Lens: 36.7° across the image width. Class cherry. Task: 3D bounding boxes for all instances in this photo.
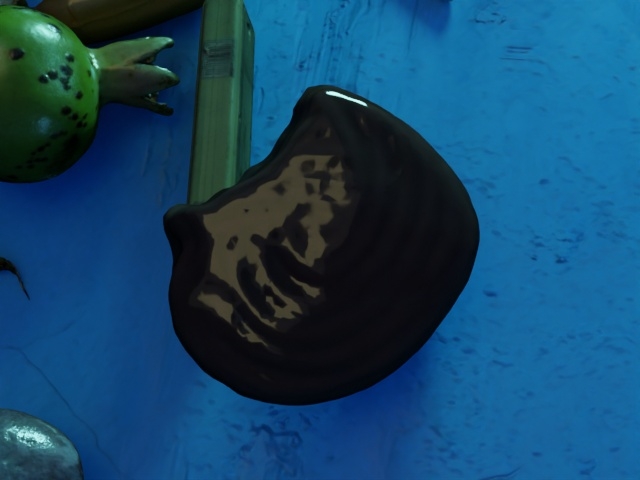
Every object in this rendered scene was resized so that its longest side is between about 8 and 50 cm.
[{"bbox_3d":[-0.345,0.261,1.036,0.176,0.140,0.176,6,67,-14],"label":"cherry"}]

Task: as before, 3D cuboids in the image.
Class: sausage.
[{"bbox_3d":[-0.264,-0.317,1.249,0.328,0.112,0.112,-19,68,3],"label":"sausage"}]

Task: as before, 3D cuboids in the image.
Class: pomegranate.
[{"bbox_3d":[-0.338,-0.181,1.183,0.286,0.231,0.231,-12,61,-38],"label":"pomegranate"}]

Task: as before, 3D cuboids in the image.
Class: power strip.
[{"bbox_3d":[-0.121,-0.116,1.158,0.066,0.092,0.387,-3,69,10],"label":"power strip"}]

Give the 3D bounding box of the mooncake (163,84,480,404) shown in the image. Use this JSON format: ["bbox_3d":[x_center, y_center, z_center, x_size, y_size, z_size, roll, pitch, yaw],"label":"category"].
[{"bbox_3d":[0.000,0.000,1.005,0.326,0.174,0.333,-7,87,-10],"label":"mooncake"}]

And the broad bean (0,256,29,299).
[{"bbox_3d":[-0.520,0.092,1.172,0.318,0.056,0.098,-25,67,-2],"label":"broad bean"}]

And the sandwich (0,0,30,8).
[{"bbox_3d":[-0.452,-0.304,1.316,0.105,0.035,0.093,-1,71,11],"label":"sandwich"}]
